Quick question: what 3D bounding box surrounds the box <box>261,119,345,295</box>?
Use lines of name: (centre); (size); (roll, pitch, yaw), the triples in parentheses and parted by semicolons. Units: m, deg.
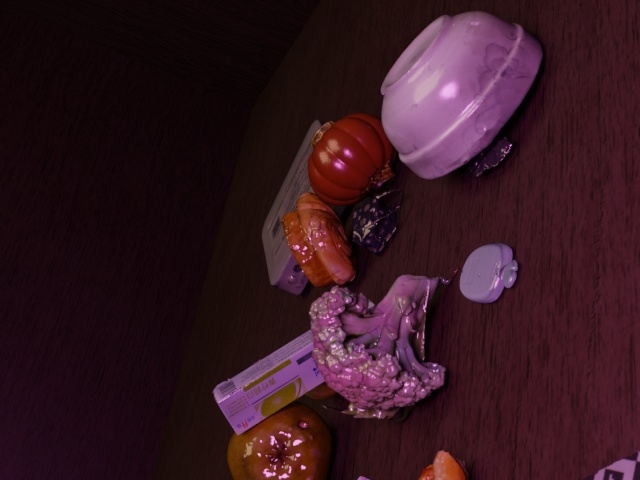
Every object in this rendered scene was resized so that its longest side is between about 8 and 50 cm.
box: (-0.032, -0.095, 2.131); (0.396, 0.111, 0.397); (-63, 18, 20)

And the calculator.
calculator: (0.255, 0.049, 1.207); (0.153, 0.021, 0.095); (172, 117, -75)

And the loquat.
loquat: (-0.077, 0.414, 1.519); (0.246, 0.213, 0.214); (110, 176, -74)

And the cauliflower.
cauliflower: (0.110, 0.151, 1.298); (0.315, 0.238, 0.256); (-55, -12, -12)

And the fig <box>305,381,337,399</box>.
fig: (0.009, 0.242, 1.573); (0.153, 0.120, 0.136); (-53, 27, 41)

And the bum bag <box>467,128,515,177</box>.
bum bag: (0.276, -0.172, 1.357); (0.087, 0.049, 0.198); (-54, 17, 24)

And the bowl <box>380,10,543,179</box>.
bowl: (0.218, -0.271, 1.372); (0.307, 0.163, 0.307); (-49, 14, 17)

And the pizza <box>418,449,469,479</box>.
pizza: (0.110, 0.440, 1.090); (0.336, 0.086, 0.226); (-71, 18, -1)

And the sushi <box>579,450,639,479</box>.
sushi: (0.228, 0.393, 0.816); (0.292, 0.059, 0.294); (-50, 24, 47)

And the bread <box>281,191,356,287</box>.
bread: (0.001, 0.002, 1.776); (0.120, 0.198, 0.236); (-29, 25, 8)

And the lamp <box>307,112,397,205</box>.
lamp: (0.072, -0.177, 1.752); (0.223, 0.196, 0.223); (-44, -16, -16)

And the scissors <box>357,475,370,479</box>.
scissors: (0.058, 0.488, 1.286); (0.101, 0.027, 0.205); (-39, 35, 56)

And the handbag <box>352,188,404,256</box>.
handbag: (0.128, -0.055, 1.650); (0.139, 0.072, 0.115); (-50, 23, 36)

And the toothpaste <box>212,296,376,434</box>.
toothpaste: (-0.033, 0.226, 1.458); (0.336, 0.081, 0.067); (-31, 18, -9)
